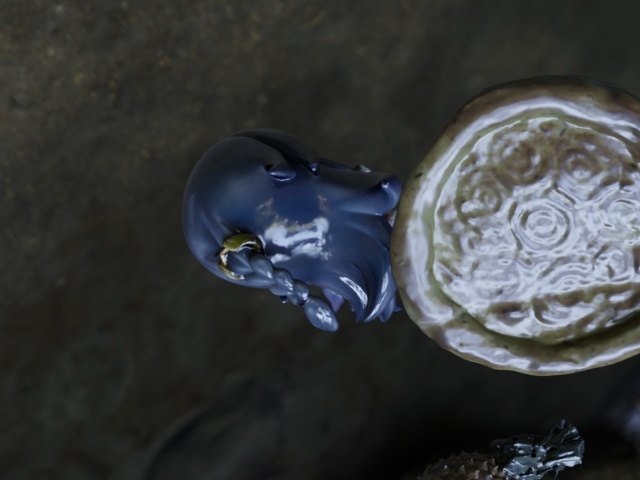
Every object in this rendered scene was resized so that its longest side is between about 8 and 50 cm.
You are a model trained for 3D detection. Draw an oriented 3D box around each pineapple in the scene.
[{"bbox_3d":[0.160,0.202,1.246,0.159,0.074,0.074,-22,141,-27],"label":"pineapple"}]

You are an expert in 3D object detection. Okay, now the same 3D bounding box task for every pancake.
[{"bbox_3d":[0.176,-0.007,1.092,0.250,0.250,0.031,-55,-172,18],"label":"pancake"}]

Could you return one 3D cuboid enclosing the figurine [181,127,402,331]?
[{"bbox_3d":[-0.010,-0.012,1.411,0.197,0.265,0.175,8,96,-57],"label":"figurine"}]
